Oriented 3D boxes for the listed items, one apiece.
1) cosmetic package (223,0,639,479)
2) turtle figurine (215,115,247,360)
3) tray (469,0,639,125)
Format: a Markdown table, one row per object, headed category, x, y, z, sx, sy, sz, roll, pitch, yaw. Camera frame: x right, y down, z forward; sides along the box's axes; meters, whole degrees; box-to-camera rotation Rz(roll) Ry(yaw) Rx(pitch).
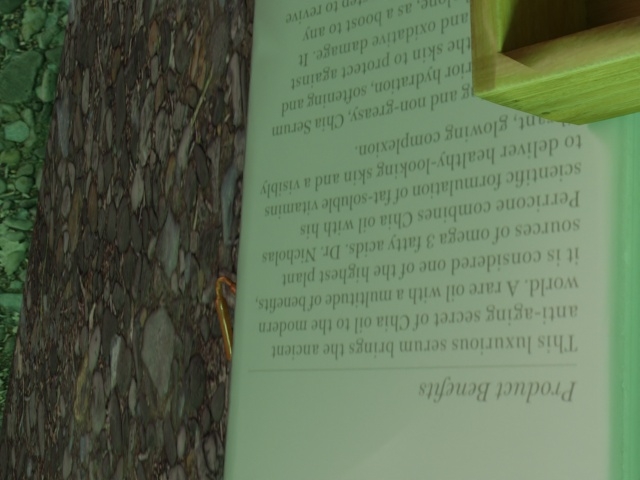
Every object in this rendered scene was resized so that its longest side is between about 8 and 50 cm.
| category | x | y | z | sx | sy | sz | roll | pitch | yaw |
| --- | --- | --- | --- | --- | --- | --- | --- | --- | --- |
| cosmetic package | 0.094 | -0.037 | 0.657 | 0.230 | 0.161 | 0.453 | -6 | 77 | 44 |
| turtle figurine | 0.000 | 0.000 | 1.124 | 0.217 | 0.087 | 0.269 | 31 | 107 | 58 |
| tray | 0.224 | -0.173 | 0.389 | 0.411 | 0.076 | 0.202 | -10 | 76 | 43 |
